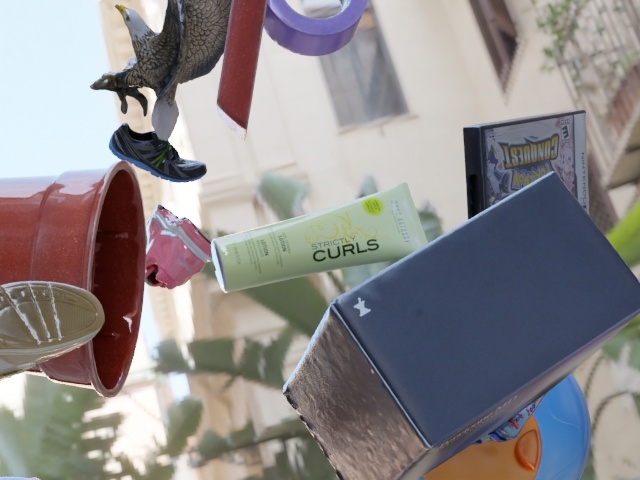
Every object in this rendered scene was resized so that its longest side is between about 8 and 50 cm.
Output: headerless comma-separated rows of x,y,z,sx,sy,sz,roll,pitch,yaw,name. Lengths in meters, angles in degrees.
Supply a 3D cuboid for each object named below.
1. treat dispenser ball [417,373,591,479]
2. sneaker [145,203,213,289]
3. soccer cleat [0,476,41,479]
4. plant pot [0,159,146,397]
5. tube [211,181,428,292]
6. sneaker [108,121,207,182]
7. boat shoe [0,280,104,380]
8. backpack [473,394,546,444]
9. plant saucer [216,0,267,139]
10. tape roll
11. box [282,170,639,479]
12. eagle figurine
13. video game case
0.251,0.278,1.841,0.288,0.288,0.288,-14,-24,-6,treat dispenser ball
-0.293,0.021,2.345,0.136,0.116,0.314,-49,17,-9,sneaker
-0.375,0.366,1.725,0.248,0.095,0.083,2,-57,17,soccer cleat
-0.359,0.037,1.440,0.265,0.272,0.272,3,-24,4,plant pot
0.000,0.000,1.394,0.240,0.062,0.070,-13,-66,-14,tube
-0.295,-0.162,2.311,0.188,0.067,0.078,23,-70,-11,sneaker
-0.244,0.076,0.921,0.170,0.063,0.059,-10,-35,-24,boat shoe
0.193,0.190,1.639,0.173,0.117,0.158,-22,22,51,backpack
-0.102,-0.270,1.678,0.047,0.259,0.258,8,1,-4,plant saucer
-0.015,-0.426,2.211,0.189,0.189,0.080,-10,-19,-15,tape roll
0.145,0.117,1.343,0.296,0.183,0.294,-30,-15,-21,box
-0.262,-0.340,2.171,0.298,0.226,0.225,-29,-37,29,eagle figurine
0.295,-0.048,1.749,0.035,0.248,0.275,4,11,41,video game case
